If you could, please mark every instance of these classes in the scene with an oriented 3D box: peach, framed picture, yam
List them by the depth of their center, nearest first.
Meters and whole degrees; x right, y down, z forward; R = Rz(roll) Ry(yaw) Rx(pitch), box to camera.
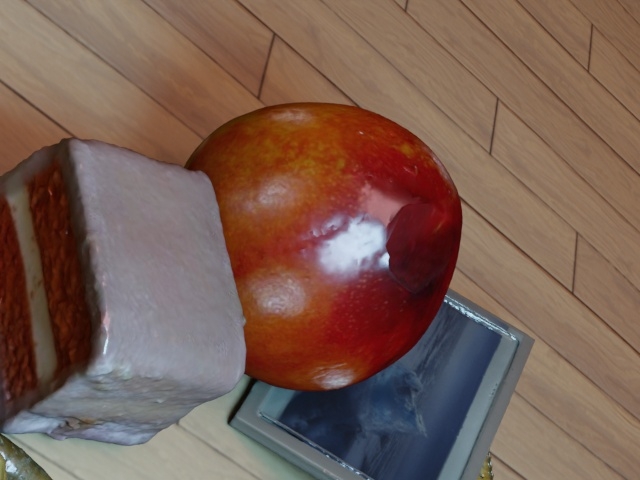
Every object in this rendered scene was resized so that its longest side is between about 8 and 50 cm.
[{"bbox_3d":[-0.370,0.211,1.678,0.253,0.061,0.061,50,39,-25],"label":"yam"},{"bbox_3d":[0.000,0.000,1.978,0.388,0.388,0.388,27,50,-38],"label":"peach"},{"bbox_3d":[0.100,0.192,2.172,0.326,0.028,0.446,31,41,1],"label":"framed picture"}]

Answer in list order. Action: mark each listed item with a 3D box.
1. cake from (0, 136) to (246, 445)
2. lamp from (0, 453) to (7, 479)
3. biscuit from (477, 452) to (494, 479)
[{"bbox_3d":[-0.248,0.057,1.788,0.230,0.237,0.309,10,59,-49],"label":"cake"},{"bbox_3d":[-0.413,0.236,1.550,0.185,0.161,0.161,24,52,-36],"label":"lamp"},{"bbox_3d":[0.206,0.301,2.301,0.144,0.016,0.203,24,50,-42],"label":"biscuit"}]
